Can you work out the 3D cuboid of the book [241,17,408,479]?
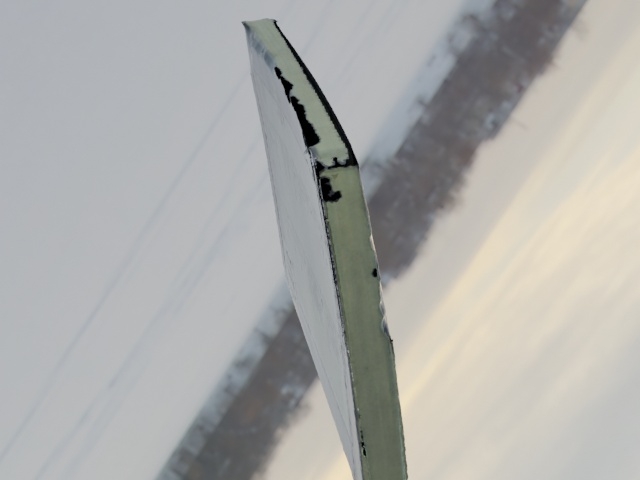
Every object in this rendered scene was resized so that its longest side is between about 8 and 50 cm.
[{"bbox_3d":[0.001,0.000,0.662,0.231,0.026,0.157,-114,-167,-65],"label":"book"}]
